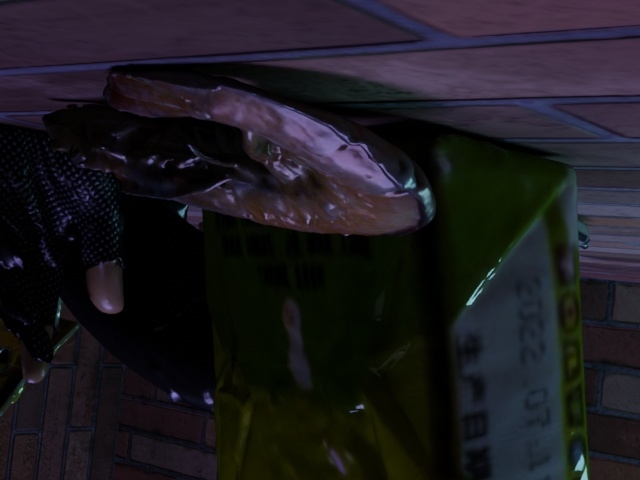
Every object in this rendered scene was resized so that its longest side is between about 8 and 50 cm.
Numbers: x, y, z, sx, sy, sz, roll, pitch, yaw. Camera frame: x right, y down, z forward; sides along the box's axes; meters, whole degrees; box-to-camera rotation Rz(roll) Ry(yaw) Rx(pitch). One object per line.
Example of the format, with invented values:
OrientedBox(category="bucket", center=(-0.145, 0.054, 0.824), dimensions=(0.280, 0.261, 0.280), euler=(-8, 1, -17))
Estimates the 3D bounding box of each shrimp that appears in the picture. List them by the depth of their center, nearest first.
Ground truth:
OrientedBox(category="shrimp", center=(-0.060, -0.052, 0.565), dimensions=(0.251, 0.052, 0.143), euler=(7, 159, 29))

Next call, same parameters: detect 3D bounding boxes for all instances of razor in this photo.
OrientedBox(category="razor", center=(-0.129, 0.044, 1.000), dimensions=(0.189, 0.107, 0.327), euler=(-3, -152, -46))

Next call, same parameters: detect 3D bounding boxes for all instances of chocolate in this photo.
OrientedBox(category="chocolate", center=(0.038, 0.082, 0.731), dimensions=(0.137, 0.288, 0.301), euler=(-4, -177, -28))

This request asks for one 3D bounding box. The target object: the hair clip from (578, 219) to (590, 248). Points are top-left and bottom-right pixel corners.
OrientedBox(category="hair clip", center=(0.160, -0.006, 1.050), dimensions=(0.220, 0.054, 0.140), euler=(4, 174, -9))

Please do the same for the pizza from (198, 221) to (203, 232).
OrientedBox(category="pizza", center=(0.000, -0.001, 1.296), dimensions=(0.189, 0.071, 0.297), euler=(9, 176, -39))

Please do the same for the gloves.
OrientedBox(category="gloves", center=(-0.217, 0.012, 0.828), dimensions=(0.106, 0.180, 0.129), euler=(5, 177, 30))

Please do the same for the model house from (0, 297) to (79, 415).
OrientedBox(category="model house", center=(-0.539, 0.083, 1.650), dimensions=(0.340, 0.323, 0.300), euler=(7, 177, -27))
